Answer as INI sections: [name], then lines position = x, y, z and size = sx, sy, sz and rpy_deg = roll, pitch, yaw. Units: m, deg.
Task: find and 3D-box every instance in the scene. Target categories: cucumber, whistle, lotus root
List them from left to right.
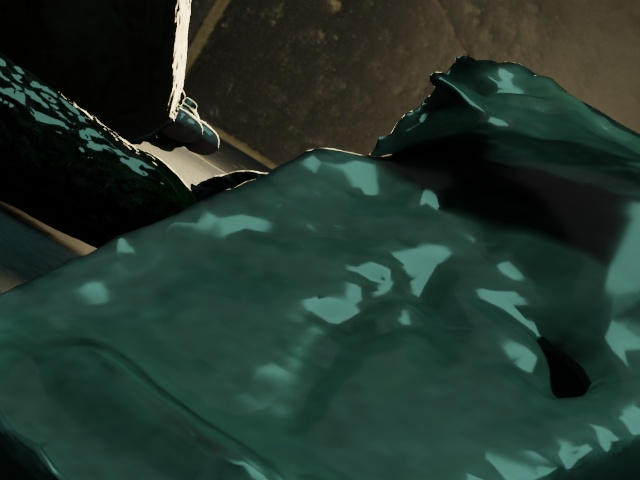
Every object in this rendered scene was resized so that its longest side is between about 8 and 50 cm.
[cucumber]
position = -0.171, -0.059, 1.065
size = 0.241, 0.074, 0.074
rpy_deg = 33, 3, -13
[lotus root]
position = -0.207, -0.202, 1.482
size = 0.272, 0.192, 0.272
rpy_deg = 10, 28, -5
[whistle]
position = 0.060, 0.041, 0.622
size = 0.168, 0.188, 0.404
rpy_deg = 33, 4, 29

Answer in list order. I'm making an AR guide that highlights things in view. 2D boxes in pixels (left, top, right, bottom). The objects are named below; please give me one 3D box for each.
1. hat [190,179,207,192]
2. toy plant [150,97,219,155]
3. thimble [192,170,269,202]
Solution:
[hat]
position = -0.001, 0.003, 1.558
size = 0.227, 0.129, 0.140
rpy_deg = 14, 22, -3
[toy plant]
position = -0.207, -0.151, 1.722
size = 0.232, 0.113, 0.243
rpy_deg = 27, -4, 24
[thimble]
position = -0.031, 0.003, 1.163
size = 0.104, 0.095, 0.066
rpy_deg = 50, 15, 31
